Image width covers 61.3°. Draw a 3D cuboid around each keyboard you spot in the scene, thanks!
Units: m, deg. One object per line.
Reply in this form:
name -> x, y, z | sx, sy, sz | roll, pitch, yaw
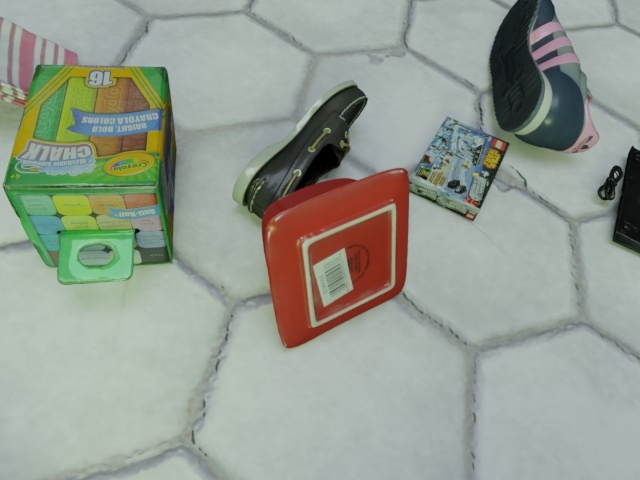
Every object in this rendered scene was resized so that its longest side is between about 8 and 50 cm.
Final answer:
keyboard -> 0.421, -0.056, 0.719 | 0.108, 0.023, 0.180 | 29, 55, 3

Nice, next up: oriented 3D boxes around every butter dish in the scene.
butter dish -> 0.000, 0.000, 0.549 | 0.160, 0.160, 0.118 | -24, 40, -24

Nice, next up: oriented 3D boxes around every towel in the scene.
towel -> -0.374, -0.222, 0.626 | 0.197, 0.029, 0.144 | 21, 37, -47

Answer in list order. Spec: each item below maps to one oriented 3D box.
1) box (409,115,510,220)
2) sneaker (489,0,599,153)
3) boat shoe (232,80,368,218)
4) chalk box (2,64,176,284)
box -> 0.181, -0.097, 0.703 | 0.094, 0.027, 0.137 | 27, 55, 11
sneaker -> 0.335, -0.251, 0.805 | 0.131, 0.112, 0.319 | 23, 56, -14
boat shoe -> -0.006, -0.106, 0.650 | 0.069, 0.081, 0.227 | 36, 64, 12
chalk box -> -0.218, -0.057, 0.542 | 0.132, 0.132, 0.213 | -2, 55, -10
